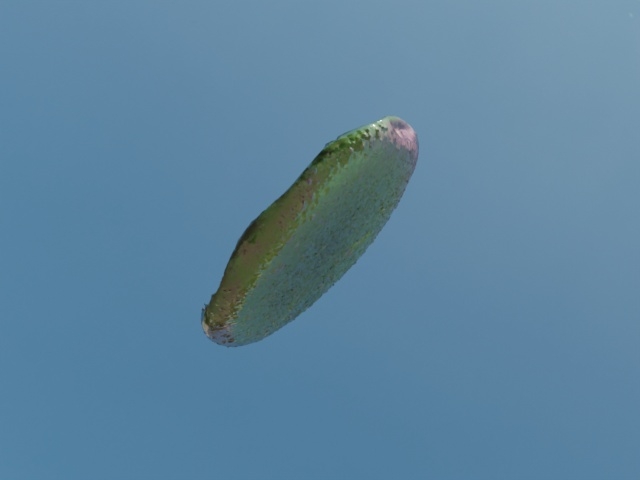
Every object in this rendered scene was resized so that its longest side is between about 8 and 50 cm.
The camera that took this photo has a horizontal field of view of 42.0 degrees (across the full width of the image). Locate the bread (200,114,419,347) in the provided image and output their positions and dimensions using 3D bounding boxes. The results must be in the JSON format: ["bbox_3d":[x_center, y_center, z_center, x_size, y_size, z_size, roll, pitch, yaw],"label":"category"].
[{"bbox_3d":[0.000,0.000,0.644,0.033,0.228,0.228,41,-64,15],"label":"bread"}]
